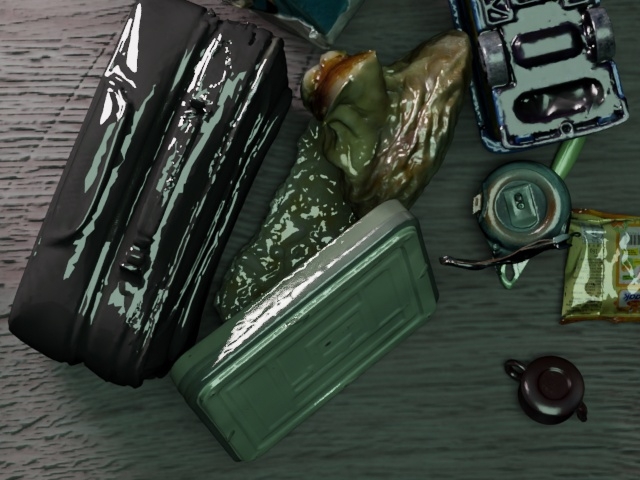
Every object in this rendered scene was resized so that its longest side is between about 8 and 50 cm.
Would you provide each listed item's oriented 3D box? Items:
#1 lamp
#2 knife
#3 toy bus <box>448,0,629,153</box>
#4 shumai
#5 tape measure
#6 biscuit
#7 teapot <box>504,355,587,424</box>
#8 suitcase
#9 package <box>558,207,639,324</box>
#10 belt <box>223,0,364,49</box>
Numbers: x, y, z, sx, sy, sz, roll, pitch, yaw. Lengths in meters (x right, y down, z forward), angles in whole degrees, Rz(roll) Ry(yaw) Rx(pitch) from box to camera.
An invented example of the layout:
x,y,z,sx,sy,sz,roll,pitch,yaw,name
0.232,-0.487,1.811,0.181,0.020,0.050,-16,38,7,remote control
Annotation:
x,y,z,sx,sy,sz,roll,pitch,yaw,name
-0.006,0.092,1.804,0.266,0.269,0.047,-39,69,-6,lamp
0.237,-0.044,1.956,0.030,0.014,0.207,28,88,-4,knife
0.203,-0.236,1.870,0.138,0.175,0.288,-13,91,-1,toy bus
0.053,-0.123,1.825,0.153,0.161,0.209,21,106,-21,shumai
0.184,-0.026,1.871,0.104,0.180,0.107,-19,85,27,tape measure
0.000,0.000,1.914,0.141,0.038,0.290,28,83,-9,biscuit
0.231,0.154,1.938,0.100,0.045,0.068,32,62,12,teapot
-0.159,-0.045,1.748,0.188,0.339,0.345,23,87,-1,suitcase
0.299,0.027,1.953,0.108,0.031,0.121,1,91,-7,package
-0.122,-0.359,1.772,0.436,0.300,0.173,40,87,-14,belt
